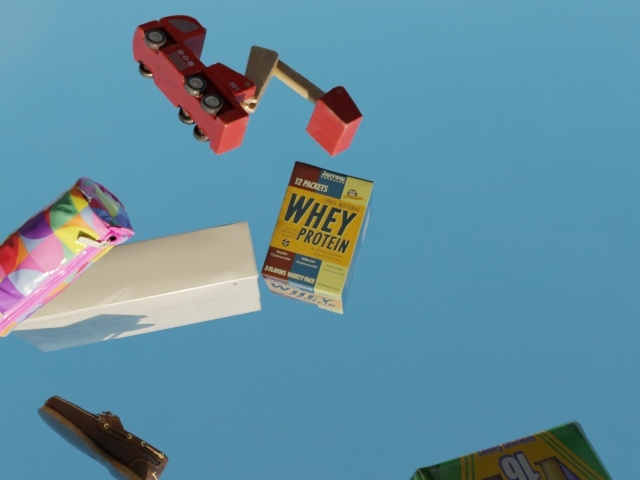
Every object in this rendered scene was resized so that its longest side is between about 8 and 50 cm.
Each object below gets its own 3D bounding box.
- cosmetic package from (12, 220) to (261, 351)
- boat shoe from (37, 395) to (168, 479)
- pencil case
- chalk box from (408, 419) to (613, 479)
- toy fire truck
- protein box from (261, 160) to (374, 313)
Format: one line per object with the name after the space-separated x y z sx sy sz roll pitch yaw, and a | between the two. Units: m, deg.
-0.285 0.079 1.531 0.377 0.284 0.097 -11 -101 -6 | cosmetic package
-0.324 0.295 1.463 0.207 0.073 0.073 39 -121 -7 | boat shoe
-0.339 0.021 1.194 0.236 0.104 0.104 -37 -127 11 | pencil case
0.132 0.242 0.586 0.132 0.132 0.213 -8 -126 -29 | chalk box
-0.069 -0.144 0.904 0.135 0.047 0.192 -29 -112 -33 | toy fire truck
0.000 0.000 1.654 0.136 0.201 0.200 15 -102 6 | protein box
